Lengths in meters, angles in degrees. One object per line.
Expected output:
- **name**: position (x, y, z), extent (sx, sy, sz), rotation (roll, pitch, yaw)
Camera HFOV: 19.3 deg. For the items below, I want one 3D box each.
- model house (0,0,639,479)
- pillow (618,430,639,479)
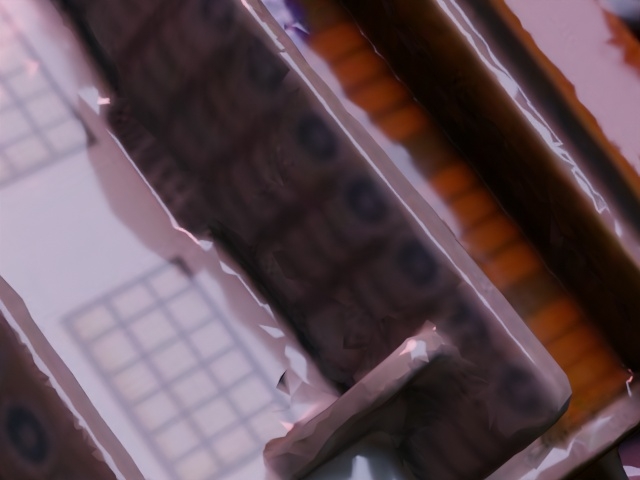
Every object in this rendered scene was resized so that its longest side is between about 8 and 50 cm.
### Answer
- **model house**: position (-0.035, 0.008, 0.418), extent (0.215, 0.198, 0.224), rotation (-30, 78, -29)
- **pillow**: position (0.149, 0.063, 0.730), extent (0.130, 0.038, 0.232), rotation (31, 28, 19)
